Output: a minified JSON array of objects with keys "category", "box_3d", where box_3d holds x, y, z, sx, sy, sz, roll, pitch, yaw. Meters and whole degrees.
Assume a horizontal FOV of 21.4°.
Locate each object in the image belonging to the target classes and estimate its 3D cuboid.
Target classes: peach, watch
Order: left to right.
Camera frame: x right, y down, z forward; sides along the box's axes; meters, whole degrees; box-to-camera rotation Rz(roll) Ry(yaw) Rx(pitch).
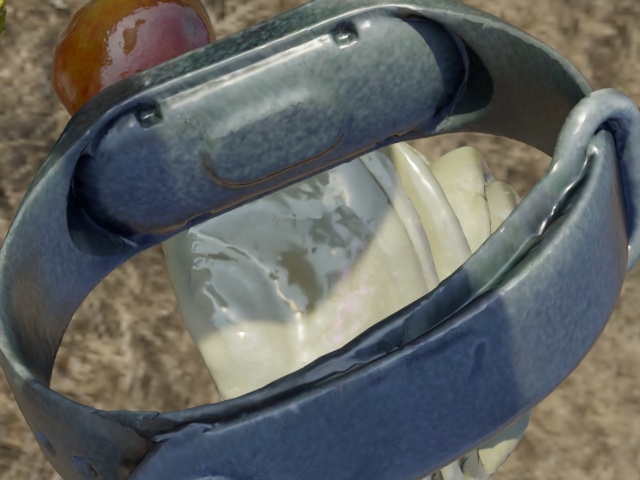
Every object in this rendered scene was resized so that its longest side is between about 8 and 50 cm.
[{"category":"peach","box_3d":[-0.100,-0.098,0.947,0.101,0.101,0.100,-14,108,-51]},{"category":"watch","box_3d":[0.000,0.000,0.526,0.206,0.193,0.068,-19,130,0]}]

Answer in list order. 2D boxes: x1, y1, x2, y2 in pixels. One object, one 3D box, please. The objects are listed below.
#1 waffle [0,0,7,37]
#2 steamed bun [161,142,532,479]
[{"category":"waffle","box_3d":[-0.257,-0.090,0.828,0.291,0.051,0.291,-39,146,-34]},{"category":"steamed bun","box_3d":[0.034,0.023,1.036,0.280,0.207,0.268,59,7,-42]}]
